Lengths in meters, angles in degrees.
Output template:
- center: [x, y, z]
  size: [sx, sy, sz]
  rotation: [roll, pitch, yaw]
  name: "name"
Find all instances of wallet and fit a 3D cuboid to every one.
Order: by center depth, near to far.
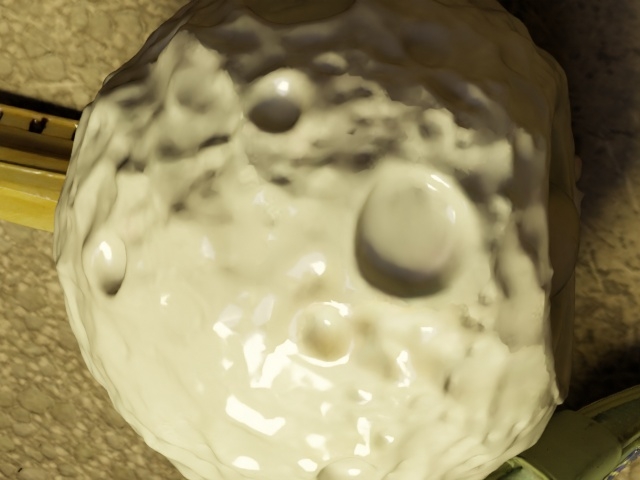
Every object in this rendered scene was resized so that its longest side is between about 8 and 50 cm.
- center: [0.111, 0.199, 1.334]
  size: [0.077, 0.309, 0.223]
  rotation: [48, 132, 14]
  name: "wallet"

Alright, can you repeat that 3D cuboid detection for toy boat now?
- center: [-0.191, -0.049, 1.403]
  size: [0.200, 0.077, 0.057]
  rotation: [14, 145, 8]
  name: "toy boat"

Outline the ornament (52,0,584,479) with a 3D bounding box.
- center: [0.000, 0.000, 1.182]
  size: [0.337, 0.337, 0.337]
  rotation: [12, 132, 14]
  name: "ornament"
